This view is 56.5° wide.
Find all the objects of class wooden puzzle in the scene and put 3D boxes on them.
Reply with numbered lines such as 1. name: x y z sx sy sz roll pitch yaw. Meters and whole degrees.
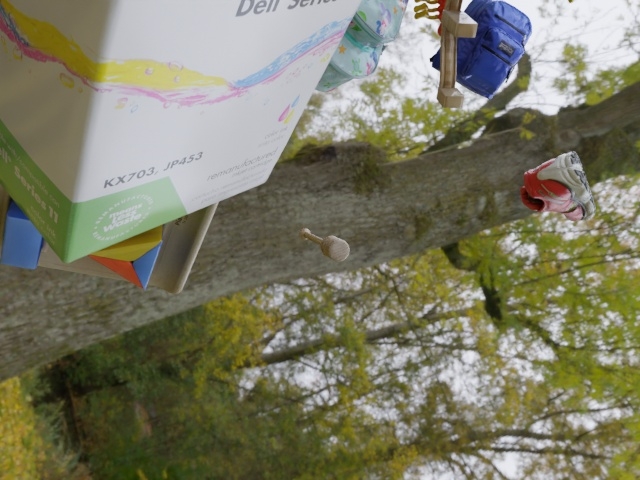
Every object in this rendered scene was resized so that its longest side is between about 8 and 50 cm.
1. wooden puzzle: -0.324 -0.053 0.808 0.080 0.348 0.322 -96 -152 -47

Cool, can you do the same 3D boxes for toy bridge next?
1. toy bridge: 0.153 -0.241 0.661 0.063 0.026 0.188 -101 -167 -55

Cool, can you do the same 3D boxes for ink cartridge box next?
1. ink cartridge box: -0.076 -0.159 0.361 0.119 0.207 0.353 48 -44 13

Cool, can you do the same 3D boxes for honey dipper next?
1. honey dipper: 0.000 0.000 0.858 0.161 0.030 0.030 -151 -132 -69

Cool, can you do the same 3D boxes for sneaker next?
1. sneaker: 0.439 -0.094 1.117 0.279 0.118 0.107 23 54 -59

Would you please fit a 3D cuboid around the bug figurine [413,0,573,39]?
1. bug figurine: 0.281 -0.423 0.908 0.279 0.072 0.216 -6 -106 42

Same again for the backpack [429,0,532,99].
1. backpack: 0.232 -0.266 0.819 0.120 0.098 0.101 -59 -152 15

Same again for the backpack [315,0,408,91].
1. backpack: 0.028 -0.398 1.036 0.191 0.225 0.253 -1 -119 46
